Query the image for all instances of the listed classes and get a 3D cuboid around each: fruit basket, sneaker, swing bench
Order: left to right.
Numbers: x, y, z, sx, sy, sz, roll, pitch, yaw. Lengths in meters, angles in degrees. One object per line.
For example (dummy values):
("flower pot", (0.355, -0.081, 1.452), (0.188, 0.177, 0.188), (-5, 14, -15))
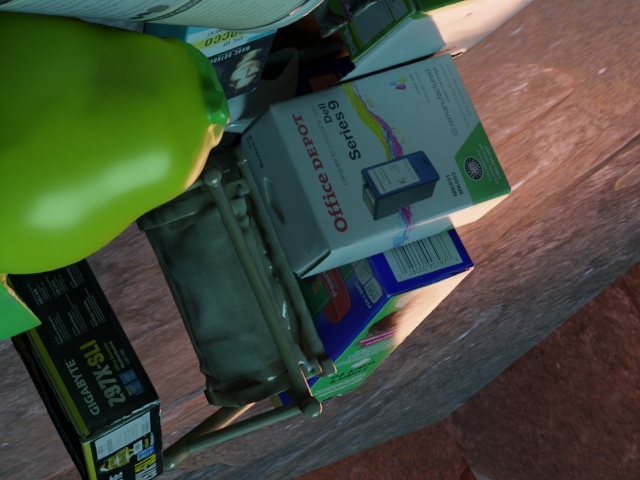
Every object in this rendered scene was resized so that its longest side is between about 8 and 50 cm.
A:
("fruit basket", (-0.264, -0.067, 1.099), (0.392, 0.283, 0.392), (-38, 166, -11))
("sneaker", (-0.108, -0.135, 1.592), (0.212, 0.080, 0.094), (-26, 153, -36))
("swing bench", (-0.102, 0.052, 1.655), (0.165, 0.253, 0.255), (-21, -173, 11))

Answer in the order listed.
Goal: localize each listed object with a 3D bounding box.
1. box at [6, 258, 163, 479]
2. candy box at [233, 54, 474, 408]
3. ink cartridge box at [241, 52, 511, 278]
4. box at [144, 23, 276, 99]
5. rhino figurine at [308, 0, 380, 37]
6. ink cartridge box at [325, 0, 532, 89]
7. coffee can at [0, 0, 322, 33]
("box", (-0.239, 0.054, 1.468), (0.079, 0.322, 0.257), (-27, 164, -12))
("candy box", (0.000, 0.000, 1.803), (0.122, 0.268, 0.317), (-16, 159, -28))
("ink cartridge box", (0.052, -0.072, 1.605), (0.212, 0.154, 0.093), (-18, 169, -26))
("box", (-0.088, -0.197, 1.435), (0.100, 0.060, 0.244), (-23, 162, -22))
("rhino figurine", (0.072, -0.279, 1.388), (0.243, 0.106, 0.073), (-34, -175, 16))
("ink cartridge box", (0.085, -0.224, 1.592), (0.189, 0.097, 0.255), (-19, 173, -31))
("coffee can", (-0.123, -0.231, 1.020), (0.201, 0.201, 0.275), (-39, 161, 30))
